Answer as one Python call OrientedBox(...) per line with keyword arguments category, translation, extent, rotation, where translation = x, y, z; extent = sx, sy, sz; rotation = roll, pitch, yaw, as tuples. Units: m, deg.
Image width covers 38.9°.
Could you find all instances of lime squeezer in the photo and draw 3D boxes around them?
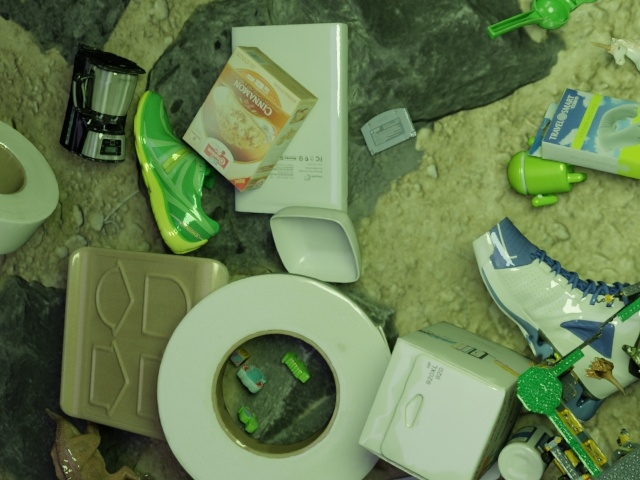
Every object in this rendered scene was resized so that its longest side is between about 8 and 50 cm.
OrientedBox(category="lime squeezer", translation=(0.347, -0.354, 1.242), extent=(0.310, 0.110, 0.059), rotation=(-35, 62, -3))

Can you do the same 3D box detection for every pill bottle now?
OrientedBox(category="pill bottle", translation=(0.311, 0.315, 1.346), extent=(0.067, 0.120, 0.067), rotation=(5, 100, 26))

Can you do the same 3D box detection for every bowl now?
OrientedBox(category="bowl", translation=(0.000, 0.000, 1.471), extent=(0.142, 0.053, 0.142), rotation=(5, 132, 26))

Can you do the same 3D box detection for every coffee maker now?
OrientedBox(category="coffee maker", translation=(-0.396, -0.244, 1.630), extent=(0.171, 0.120, 0.178), rotation=(-127, 50, -62))

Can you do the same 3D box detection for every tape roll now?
OrientedBox(category="tape roll", translation=(-0.632, -0.112, 1.665), extent=(0.100, 0.286, 0.286), rotation=(-43, 78, 26))
OrientedBox(category="tape roll", translation=(-0.067, 0.243, 1.471), extent=(0.392, 0.072, 0.392), rotation=(0, 90, 3))

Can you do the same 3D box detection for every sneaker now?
OrientedBox(category="sneaker", translation=(0.368, 0.087, 1.292), extent=(0.182, 0.127, 0.315), rotation=(-32, 90, 23))
OrientedBox(category="sneaker", translation=(-0.250, -0.123, 1.587), extent=(0.123, 0.109, 0.295), rotation=(-16, 80, -8))

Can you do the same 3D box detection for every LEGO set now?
OrientedBox(category="LEGO set", translation=(0.437, 0.177, 1.164), extent=(0.255, 0.192, 0.331), rotation=(47, 114, 24))

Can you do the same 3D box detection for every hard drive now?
OrientedBox(category="hard drive", translation=(-0.052, -0.197, 1.495), extent=(0.203, 0.040, 0.308), rotation=(4, 100, 26))

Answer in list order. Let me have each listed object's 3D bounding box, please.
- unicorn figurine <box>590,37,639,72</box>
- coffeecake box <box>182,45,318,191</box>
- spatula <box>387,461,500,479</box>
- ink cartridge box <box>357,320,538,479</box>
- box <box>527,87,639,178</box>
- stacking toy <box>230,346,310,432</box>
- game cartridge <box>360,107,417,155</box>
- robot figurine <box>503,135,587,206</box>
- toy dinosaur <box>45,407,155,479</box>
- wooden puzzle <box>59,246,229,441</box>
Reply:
OrientedBox(category="unicorn figurine", translation=(0.463, -0.242, 1.224), extent=(0.162, 0.060, 0.111), rotation=(-21, 79, 14))
OrientedBox(category="coffeecake box", translation=(-0.116, -0.197, 1.466), extent=(0.142, 0.068, 0.185), rotation=(41, 115, 14))
OrientedBox(category="spatula", translation=(0.162, 0.334, 1.483), extent=(0.242, 0.019, 0.168), rotation=(-21, 89, 28))
OrientedBox(category="ink cartridge box", translation=(0.192, 0.237, 1.323), extent=(0.168, 0.232, 0.171), rotation=(23, 101, 22))
OrientedBox(category="box", translation=(0.388, -0.148, 1.248), extent=(0.178, 0.042, 0.109), rotation=(16, 61, 24))
OrientedBox(category="stacking toy", translation=(-0.145, 0.214, 1.601), extent=(0.221, 0.052, 0.167), rotation=(47, 115, 13))
OrientedBox(category="game cartridge", translation=(0.107, -0.175, 1.433), extent=(0.083, 0.017, 0.056), rotation=(-22, 91, 28))
OrientedBox(category="robot figurine", translation=(0.322, -0.100, 1.306), extent=(0.115, 0.067, 0.101), rotation=(-3, 96, 27))
OrientedBox(category="toy dinosaur", translation=(-0.453, 0.438, 1.708), extent=(0.127, 0.200, 0.296), rotation=(-36, 81, 27))
OrientedBox(category="wooden puzzle", translation=(-0.309, 0.181, 1.622), extent=(0.347, 0.080, 0.322), rotation=(4, 92, 30))
